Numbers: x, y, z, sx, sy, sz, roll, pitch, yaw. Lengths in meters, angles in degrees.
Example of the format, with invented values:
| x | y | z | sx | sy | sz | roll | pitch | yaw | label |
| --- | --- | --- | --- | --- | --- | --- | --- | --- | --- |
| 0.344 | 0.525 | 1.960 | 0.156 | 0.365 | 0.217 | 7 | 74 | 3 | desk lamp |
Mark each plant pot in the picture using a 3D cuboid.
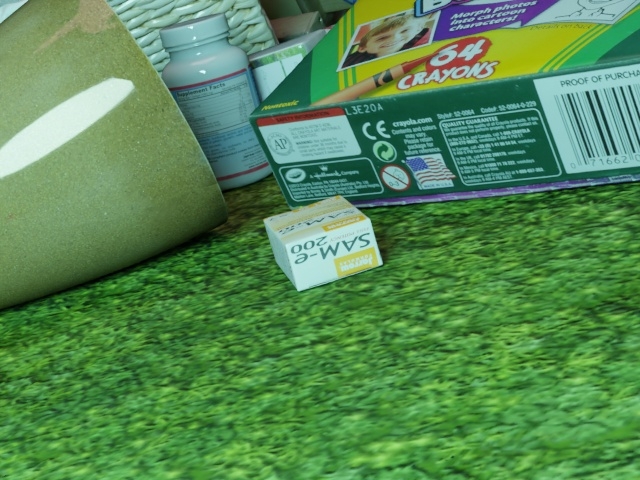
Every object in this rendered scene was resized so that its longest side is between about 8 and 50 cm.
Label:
| x | y | z | sx | sy | sz | roll | pitch | yaw | label |
| --- | --- | --- | --- | --- | --- | --- | --- | --- | --- |
| -0.244 | -0.049 | 1.126 | 0.254 | 0.237 | 0.237 | -32 | 17 | -12 | plant pot |

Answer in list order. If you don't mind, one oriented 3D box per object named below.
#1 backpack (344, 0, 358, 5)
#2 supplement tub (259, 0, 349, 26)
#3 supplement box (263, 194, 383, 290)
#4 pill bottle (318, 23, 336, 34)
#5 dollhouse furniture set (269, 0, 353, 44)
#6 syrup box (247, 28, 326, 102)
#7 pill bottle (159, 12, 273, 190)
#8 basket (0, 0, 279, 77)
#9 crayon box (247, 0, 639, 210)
| x | y | z | sx | sy | sz | roll | pitch | yaw | label |
| --- | --- | --- | --- | --- | --- | --- | --- | --- | --- |
| 0.156 | -0.356 | 1.725 | 0.290 | 0.273 | 0.356 | -24 | -33 | 36 | backpack |
| -0.057 | -0.362 | 2.067 | 0.325 | 0.235 | 0.235 | -14 | 14 | 7 | supplement tub |
| 0.000 | 0.000 | 1.005 | 0.062 | 0.036 | 0.098 | -18 | 14 | -8 | supplement box |
| 0.072 | -0.198 | 1.557 | 0.180 | 0.108 | 0.108 | -25 | 17 | -37 | pill bottle |
| -0.029 | -0.295 | 1.847 | 0.161 | 0.212 | 0.242 | -6 | 43 | 30 | dollhouse furniture set |
| -0.098 | -0.132 | 1.471 | 0.237 | 0.093 | 0.096 | -16 | 13 | 18 | syrup box |
| -0.102 | -0.132 | 1.373 | 0.087 | 0.160 | 0.087 | -14 | 13 | 3 | pill bottle |
| -0.246 | -0.284 | 1.621 | 0.331 | 0.266 | 0.328 | -24 | 46 | 1 | basket |
| 0.173 | -0.161 | 1.157 | 0.363 | 0.106 | 0.313 | -5 | 33 | 34 | crayon box |
